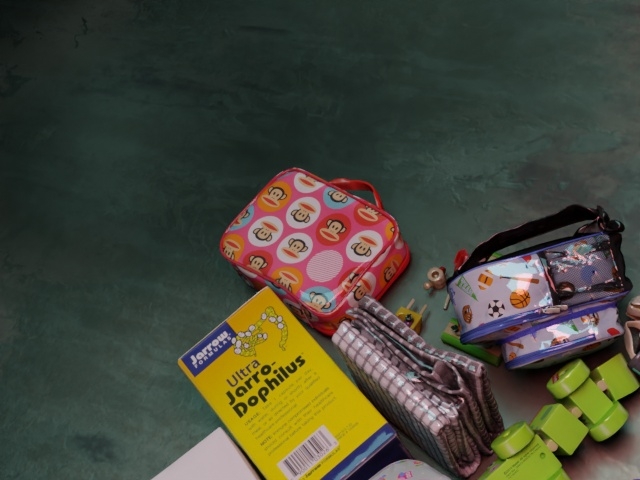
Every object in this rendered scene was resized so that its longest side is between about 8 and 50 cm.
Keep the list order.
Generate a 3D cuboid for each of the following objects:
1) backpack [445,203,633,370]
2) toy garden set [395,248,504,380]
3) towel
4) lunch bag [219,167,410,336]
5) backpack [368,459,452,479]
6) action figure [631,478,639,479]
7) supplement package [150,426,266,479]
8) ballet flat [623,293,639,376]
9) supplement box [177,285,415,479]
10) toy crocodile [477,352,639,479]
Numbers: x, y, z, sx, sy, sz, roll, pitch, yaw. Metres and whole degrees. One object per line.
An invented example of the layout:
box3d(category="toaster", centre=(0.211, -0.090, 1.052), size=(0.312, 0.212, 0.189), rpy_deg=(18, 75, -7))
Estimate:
box3d(category="backpack", centre=(0.328, 0.089, 1.977), size=(0.263, 0.276, 0.213), rpy_deg=(-9, 75, 3))
box3d(category="toy garden set", centre=(0.226, 0.113, 2.132), size=(0.204, 0.049, 0.244), rpy_deg=(24, 71, 31))
box3d(category="towel", centre=(0.149, 0.214, 1.951), size=(0.121, 0.283, 0.235), rpy_deg=(-45, 61, -10))
box3d(category="lunch bag", centre=(0.000, 0.000, 2.247), size=(0.293, 0.120, 0.258), rpy_deg=(32, 75, 34))
box3d(category="backpack", centre=(0.122, 0.397, 1.843), size=(0.166, 0.144, 0.188), rpy_deg=(-36, 23, -19))
box3d(category="action figure", centre=(0.474, 0.352, 1.840), size=(0.280, 0.139, 0.091), rpy_deg=(-11, 58, 13))
box3d(category="supplement package", centre=(-0.127, 0.429, 1.986), size=(0.149, 0.203, 0.194), rpy_deg=(-38, 55, -3))
box3d(category="ballet flat", centre=(0.497, 0.124, 1.980), size=(0.074, 0.074, 0.203), rpy_deg=(0, 47, 22))
box3d(category="supplement box", centre=(-0.029, 0.280, 2.042), size=(0.195, 0.194, 0.356), rpy_deg=(-40, 54, -5))
box3d(category="toy crocodile", centre=(0.340, 0.284, 1.913), size=(0.340, 0.105, 0.115), rpy_deg=(-43, 91, -18))
